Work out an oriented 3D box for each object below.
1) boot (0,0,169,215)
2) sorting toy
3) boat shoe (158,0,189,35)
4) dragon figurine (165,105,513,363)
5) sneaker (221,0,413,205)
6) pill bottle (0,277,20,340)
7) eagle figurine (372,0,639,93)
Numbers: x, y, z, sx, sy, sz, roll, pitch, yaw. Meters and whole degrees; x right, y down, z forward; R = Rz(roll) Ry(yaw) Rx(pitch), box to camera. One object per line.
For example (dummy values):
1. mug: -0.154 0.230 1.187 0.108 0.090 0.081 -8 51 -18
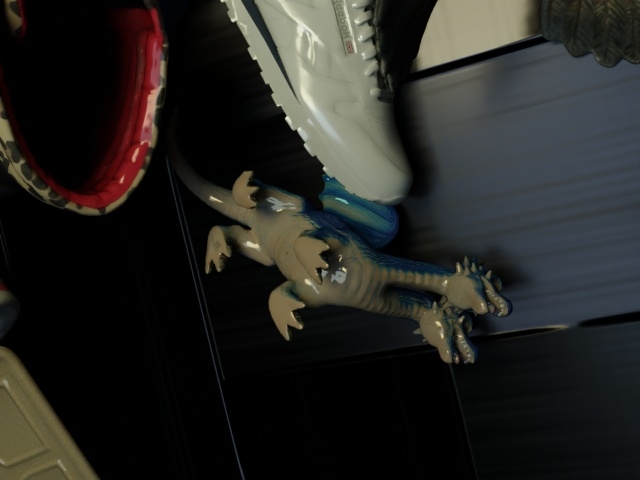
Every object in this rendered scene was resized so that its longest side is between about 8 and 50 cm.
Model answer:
1. boot: -0.225 -0.199 0.629 0.284 0.138 0.377 17 111 54
2. sorting toy: -0.336 0.233 0.836 0.307 0.041 0.229 -25 105 25
3. boat shoe: -0.115 -0.270 0.654 0.089 0.109 0.258 42 110 17
4. dragon figurine: 0.000 0.000 0.650 0.289 0.144 0.085 36 113 36
5. sneaker: 0.010 -0.135 0.631 0.095 0.090 0.235 -32 85 15
6. pill bottle: -0.371 0.026 0.809 0.180 0.108 0.108 47 113 12
7. eagle figurine: 0.121 -0.254 0.507 0.226 0.225 0.298 -14 82 19
